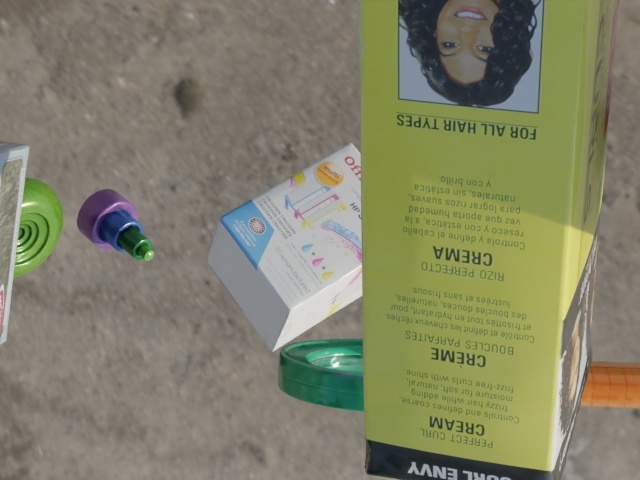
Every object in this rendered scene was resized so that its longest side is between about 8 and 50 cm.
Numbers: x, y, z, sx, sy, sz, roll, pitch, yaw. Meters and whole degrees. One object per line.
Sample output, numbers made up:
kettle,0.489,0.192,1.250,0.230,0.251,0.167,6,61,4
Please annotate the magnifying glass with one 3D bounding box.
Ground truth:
magnifying glass,0.094,0.069,0.720,0.231,0.092,0.026,4,97,-5

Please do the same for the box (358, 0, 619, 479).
box,0.047,-0.049,0.375,0.058,0.087,0.232,7,119,16

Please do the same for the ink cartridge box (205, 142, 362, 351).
ink cartridge box,0.000,0.000,1.101,0.143,0.092,0.090,-32,165,-22

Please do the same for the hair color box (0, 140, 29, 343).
hair color box,-0.460,-0.019,1.255,0.375,0.113,0.185,10,98,5

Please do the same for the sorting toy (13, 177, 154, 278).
sorting toy,-0.330,0.016,1.573,0.366,0.126,0.127,-10,126,-44
